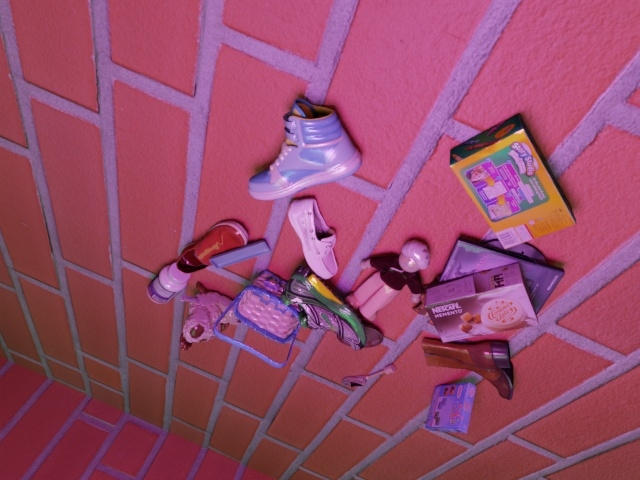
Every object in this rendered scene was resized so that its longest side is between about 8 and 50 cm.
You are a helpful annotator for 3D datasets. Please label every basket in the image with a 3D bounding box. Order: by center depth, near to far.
[{"bbox_3d":[-0.185,0.252,1.337,0.254,0.289,0.201,28,134,-3],"label":"basket"}]

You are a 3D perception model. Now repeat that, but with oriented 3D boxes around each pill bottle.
[{"bbox_3d":[-0.571,0.158,1.526,0.108,0.108,0.193,42,130,-16],"label":"pill bottle"}]

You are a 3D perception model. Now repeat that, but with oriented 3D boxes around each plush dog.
[{"bbox_3d":[-0.448,0.307,1.559,0.210,0.262,0.225,44,128,27],"label":"plush dog"}]

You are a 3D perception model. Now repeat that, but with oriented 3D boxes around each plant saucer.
[{"bbox_3d":[-0.262,0.045,1.317,0.192,0.018,0.067,-19,148,3],"label":"plant saucer"},{"bbox_3d":[0.141,0.337,1.444,0.168,0.029,0.168,4,141,3],"label":"plant saucer"}]

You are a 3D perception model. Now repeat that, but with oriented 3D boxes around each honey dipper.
[{"bbox_3d":[0.232,0.525,1.588,0.030,0.030,0.160,38,133,-13],"label":"honey dipper"}]

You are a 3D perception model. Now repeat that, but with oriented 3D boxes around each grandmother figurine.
[{"bbox_3d":[0.215,0.121,1.208,0.207,0.104,0.342,26,135,-7],"label":"grandmother figurine"}]

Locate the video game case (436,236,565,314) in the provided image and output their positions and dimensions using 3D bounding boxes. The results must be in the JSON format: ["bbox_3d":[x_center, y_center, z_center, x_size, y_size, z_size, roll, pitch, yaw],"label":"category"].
[{"bbox_3d":[0.471,0.115,1.090,0.274,0.026,0.196,17,124,7],"label":"video game case"}]

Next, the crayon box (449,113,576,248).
[{"bbox_3d":[0.441,-0.125,0.928,0.165,0.081,0.278,-26,116,35],"label":"crayon box"}]

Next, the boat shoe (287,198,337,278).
[{"bbox_3d":[0.000,0.000,1.187,0.096,0.098,0.277,-10,123,28],"label":"boat shoe"}]

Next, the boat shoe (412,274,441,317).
[{"bbox_3d":[0.329,0.170,1.229,0.060,0.064,0.178,17,135,4],"label":"boat shoe"}]

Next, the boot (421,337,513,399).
[{"bbox_3d":[0.501,0.440,1.375,0.280,0.096,0.264,-6,132,29],"label":"boot"}]

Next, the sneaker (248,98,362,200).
[{"bbox_3d":[-0.075,-0.231,1.006,0.318,0.127,0.208,-16,124,19],"label":"sneaker"}]

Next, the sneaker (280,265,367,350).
[{"bbox_3d":[0.011,0.240,1.289,0.343,0.146,0.134,44,169,-13],"label":"sneaker"}]

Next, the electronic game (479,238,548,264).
[{"bbox_3d":[0.503,0.096,1.112,0.229,0.048,0.229,8,123,13],"label":"electronic game"}]

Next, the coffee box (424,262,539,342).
[{"bbox_3d":[0.419,0.168,1.064,0.246,0.098,0.141,-19,113,27],"label":"coffee box"}]

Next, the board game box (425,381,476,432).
[{"bbox_3d":[0.459,0.593,1.431,0.039,0.160,0.211,28,152,-4],"label":"board game box"}]

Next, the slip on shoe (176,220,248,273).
[{"bbox_3d":[-0.366,0.033,1.351,0.331,0.101,0.123,-23,116,32],"label":"slip on shoe"}]

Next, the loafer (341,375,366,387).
[{"bbox_3d":[0.135,0.590,1.672,0.125,0.039,0.045,-23,118,34],"label":"loafer"}]
